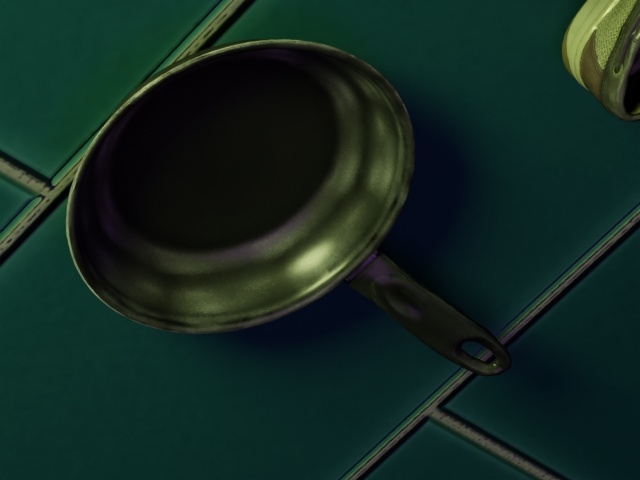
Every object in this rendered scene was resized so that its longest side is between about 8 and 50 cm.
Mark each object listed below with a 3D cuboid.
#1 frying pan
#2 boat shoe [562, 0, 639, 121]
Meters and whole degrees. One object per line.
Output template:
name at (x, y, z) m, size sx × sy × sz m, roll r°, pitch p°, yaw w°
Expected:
frying pan at (0.010, -0.023, 1.014) m, size 0.326 × 0.053 × 0.197 m, roll 8°, pitch 124°, yaw -32°
boat shoe at (0.223, -0.156, 0.978) m, size 0.080 × 0.073 × 0.223 m, roll 22°, pitch 117°, yaw -37°
